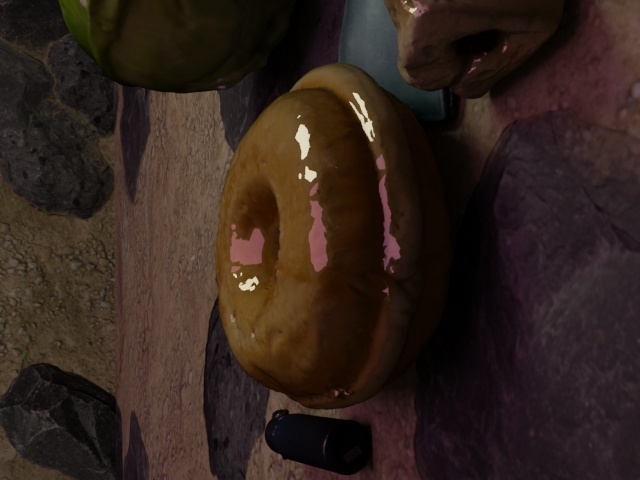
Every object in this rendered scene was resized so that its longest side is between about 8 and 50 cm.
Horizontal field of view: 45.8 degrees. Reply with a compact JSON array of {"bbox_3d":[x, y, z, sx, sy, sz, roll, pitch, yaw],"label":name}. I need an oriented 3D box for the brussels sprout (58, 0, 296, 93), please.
[{"bbox_3d":[-0.267,-0.427,1.279,0.361,0.425,0.342,-42,22,22],"label":"brussels sprout"}]

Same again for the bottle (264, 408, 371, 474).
[{"bbox_3d":[-0.014,0.290,1.113,0.244,0.072,0.082,-22,89,63],"label":"bottle"}]

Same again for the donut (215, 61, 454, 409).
[{"bbox_3d":[0.000,0.000,0.956,0.449,0.198,0.449,179,90,-65],"label":"donut"}]

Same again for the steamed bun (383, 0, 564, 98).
[{"bbox_3d":[0.138,-0.212,0.762,0.155,0.172,0.141,97,174,-55],"label":"steamed bun"}]

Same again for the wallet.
[{"bbox_3d":[0.098,-0.293,0.958,0.251,0.054,0.291,-166,79,-66],"label":"wallet"}]
